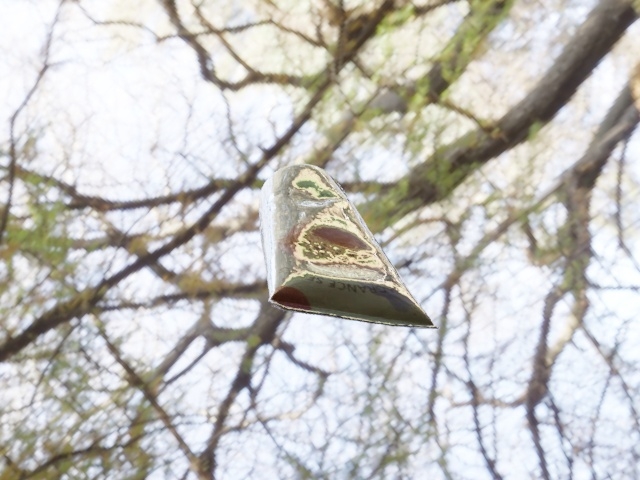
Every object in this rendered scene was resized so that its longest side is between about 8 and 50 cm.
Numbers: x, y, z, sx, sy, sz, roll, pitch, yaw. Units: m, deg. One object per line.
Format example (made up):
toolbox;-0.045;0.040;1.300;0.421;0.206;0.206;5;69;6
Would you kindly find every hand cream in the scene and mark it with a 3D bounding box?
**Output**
hand cream;0.000;0.000;0.886;0.124;0.077;0.340;10;-165;-13
